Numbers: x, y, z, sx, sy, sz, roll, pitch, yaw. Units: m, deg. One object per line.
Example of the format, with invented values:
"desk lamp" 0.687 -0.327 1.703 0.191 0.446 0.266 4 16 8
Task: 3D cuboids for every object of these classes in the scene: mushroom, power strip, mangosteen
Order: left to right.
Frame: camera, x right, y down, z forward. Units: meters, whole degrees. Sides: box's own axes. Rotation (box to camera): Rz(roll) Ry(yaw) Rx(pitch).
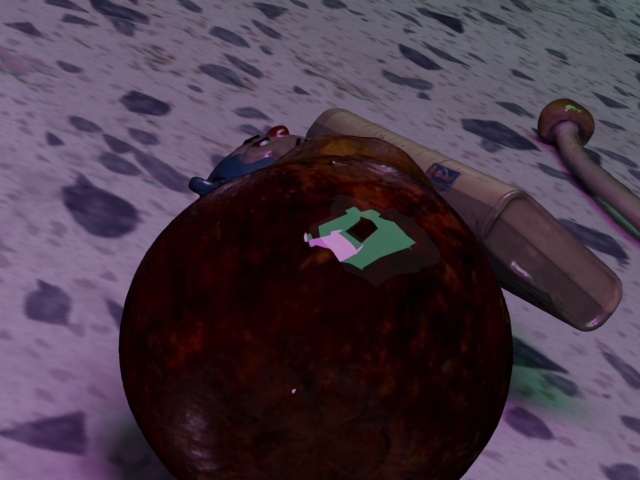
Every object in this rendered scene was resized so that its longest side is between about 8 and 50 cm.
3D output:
"mangosteen" -0.010 0.024 0.677 0.145 0.156 0.181 25 32 -38
"power strip" 0.062 -0.020 0.934 0.092 0.034 0.268 39 -3 -27
"mushroom" 0.236 -0.018 1.218 0.068 0.043 0.306 -15 39 -21

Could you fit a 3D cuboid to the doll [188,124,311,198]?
"doll" 0.000 0.000 0.855 0.152 0.085 0.114 24 -5 -26
